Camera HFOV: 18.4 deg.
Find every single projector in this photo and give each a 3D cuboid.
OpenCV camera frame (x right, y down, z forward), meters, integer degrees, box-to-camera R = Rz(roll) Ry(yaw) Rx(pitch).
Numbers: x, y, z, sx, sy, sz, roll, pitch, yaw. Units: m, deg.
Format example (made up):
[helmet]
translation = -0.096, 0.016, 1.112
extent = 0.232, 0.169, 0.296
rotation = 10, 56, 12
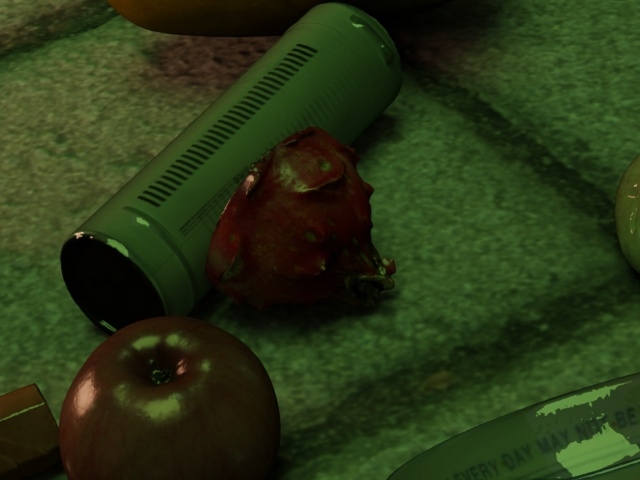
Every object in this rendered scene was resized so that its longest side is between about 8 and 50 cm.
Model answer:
[projector]
translation = -0.064, -0.059, 1.554
extent = 0.108, 0.108, 0.337
rotation = 15, 45, 32

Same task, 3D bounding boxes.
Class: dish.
[dish]
translation = 0.183, 0.169, 1.179
extent = 0.273, 0.134, 0.273
rotation = -17, 4, 1

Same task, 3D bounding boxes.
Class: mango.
[mango]
translation = -0.015, -0.262, 1.719
extent = 0.364, 0.182, 0.253
rotation = -17, -2, 5

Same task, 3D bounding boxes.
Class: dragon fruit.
[dragon fruit]
translation = 0.000, 0.000, 1.450
extent = 0.111, 0.153, 0.153
rotation = 31, 53, 21

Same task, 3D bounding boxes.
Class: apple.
[apple]
translation = -0.101, 0.121, 1.322
extent = 0.153, 0.120, 0.153
rotation = -7, 38, 5

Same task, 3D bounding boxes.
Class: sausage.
[sausage]
translation = -0.263, 0.160, 1.370
extent = 0.169, 0.065, 0.065
rotation = -24, 39, -14

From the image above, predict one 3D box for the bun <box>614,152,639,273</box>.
[bun]
translation = 0.296, -0.043, 1.436
extent = 0.183, 0.102, 0.183
rotation = -9, 35, 7
